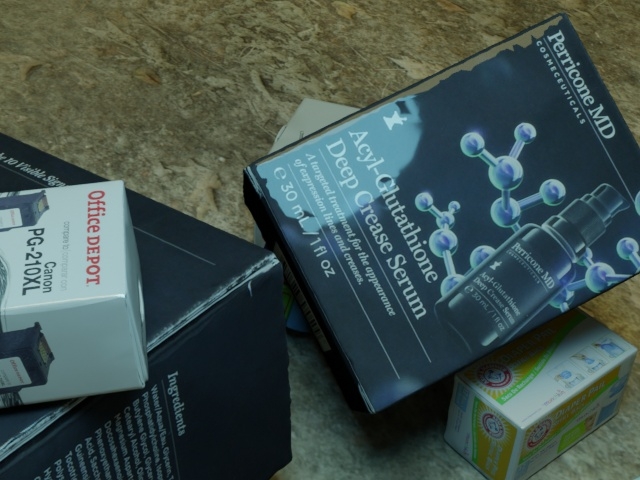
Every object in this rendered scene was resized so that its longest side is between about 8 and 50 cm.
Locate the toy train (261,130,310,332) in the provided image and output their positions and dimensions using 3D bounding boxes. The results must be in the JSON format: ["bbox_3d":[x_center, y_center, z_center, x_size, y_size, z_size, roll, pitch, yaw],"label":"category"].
[{"bbox_3d":[0.000,0.000,1.331,0.143,0.248,0.105,20,3,4],"label":"toy train"}]

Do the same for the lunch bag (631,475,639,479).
[{"bbox_3d":[0.295,0.310,0.954,0.279,0.224,0.108,-18,43,-27],"label":"lunch bag"}]

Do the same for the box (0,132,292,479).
[{"bbox_3d":[-0.358,0.153,1.015,0.480,0.297,0.472,23,44,32],"label":"box"}]

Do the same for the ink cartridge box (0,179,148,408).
[{"bbox_3d":[-0.263,0.045,0.828,0.237,0.100,0.172,-7,36,-7],"label":"ink cartridge box"}]

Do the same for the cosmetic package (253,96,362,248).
[{"bbox_3d":[0.118,-0.054,1.462,0.385,0.156,0.217,13,39,14],"label":"cosmetic package"}]

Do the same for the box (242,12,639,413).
[{"bbox_3d":[0.151,-0.022,1.190,0.396,0.212,0.293,-27,85,-8],"label":"box"}]

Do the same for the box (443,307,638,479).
[{"bbox_3d":[0.253,0.178,1.208,0.203,0.114,0.103,-26,47,-31],"label":"box"}]
